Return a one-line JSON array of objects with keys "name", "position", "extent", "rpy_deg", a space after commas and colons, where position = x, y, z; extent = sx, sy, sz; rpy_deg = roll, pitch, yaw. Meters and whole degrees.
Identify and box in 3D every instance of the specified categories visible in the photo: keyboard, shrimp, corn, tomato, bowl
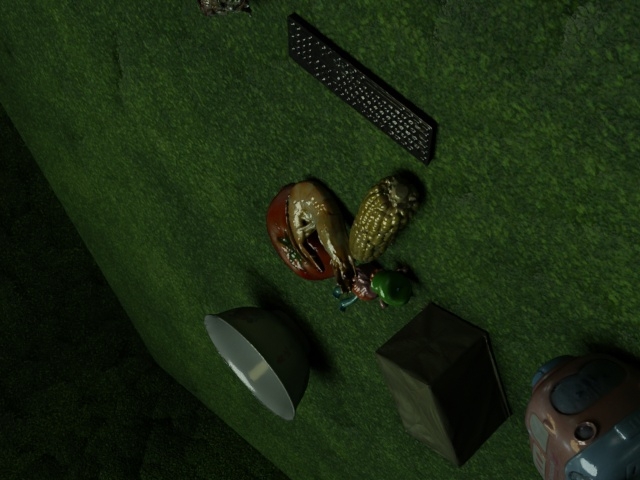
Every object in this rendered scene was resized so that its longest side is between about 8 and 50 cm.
[{"name": "keyboard", "position": [0.057, -0.229, 1.569], "extent": [0.309, 0.018, 0.101], "rpy_deg": [42, 157, 23]}, {"name": "shrimp", "position": [-0.002, 0.000, 1.927], "extent": [0.133, 0.053, 0.236], "rpy_deg": [-31, 78, 29]}, {"name": "corn", "position": [0.098, -0.030, 1.729], "extent": [0.086, 0.086, 0.288], "rpy_deg": [48, 161, 9]}, {"name": "tomato", "position": [-0.034, -0.004, 2.057], "extent": [0.225, 0.085, 0.225], "rpy_deg": [43, 156, 25]}, {"name": "bowl", "position": [-0.127, 0.276, 2.617], "extent": [0.345, 0.157, 0.345], "rpy_deg": [42, 159, 21]}, {"name": "shrimp", "position": [-0.144, -0.393, 1.646], "extent": [0.190, 0.074, 0.073], "rpy_deg": [4, 99, 50]}]

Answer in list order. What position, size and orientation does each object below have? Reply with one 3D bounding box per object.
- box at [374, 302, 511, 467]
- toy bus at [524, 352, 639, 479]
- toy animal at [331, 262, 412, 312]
[{"name": "box", "position": [0.222, 0.259, 1.865], "extent": [0.155, 0.149, 0.231], "rpy_deg": [28, 150, 44]}, {"name": "toy bus", "position": [0.400, 0.286, 1.499], "extent": [0.232, 0.197, 0.294], "rpy_deg": [50, 164, 35]}, {"name": "toy animal", "position": [0.106, 0.093, 1.928], "extent": [0.103, 0.100, 0.208], "rpy_deg": [34, 156, -20]}]
